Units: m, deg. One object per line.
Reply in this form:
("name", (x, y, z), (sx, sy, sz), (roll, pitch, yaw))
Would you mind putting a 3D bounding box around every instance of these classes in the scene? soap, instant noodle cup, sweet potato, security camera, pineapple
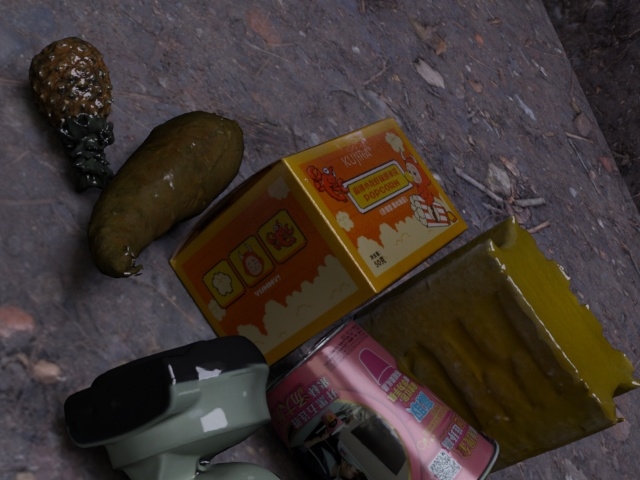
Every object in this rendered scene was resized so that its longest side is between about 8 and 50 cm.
("soap", (0.221, 0.168, 1.180), (0.293, 0.335, 0.156), (56, 37, -1))
("instant noodle cup", (0.059, 0.242, 1.049), (0.255, 0.244, 0.244), (49, 36, 6))
("sweet potato", (-0.201, -0.067, 1.063), (0.130, 0.130, 0.422), (46, 30, -10))
("security camera", (-0.119, 0.255, 0.864), (0.191, 0.197, 0.277), (4, 64, -57))
("pineapple", (-0.305, -0.156, 1.061), (0.108, 0.108, 0.197), (-2, 68, -48))

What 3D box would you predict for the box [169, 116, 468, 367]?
("box", (0.000, 0.000, 1.131), (0.213, 0.259, 0.283), (54, 36, 4))
